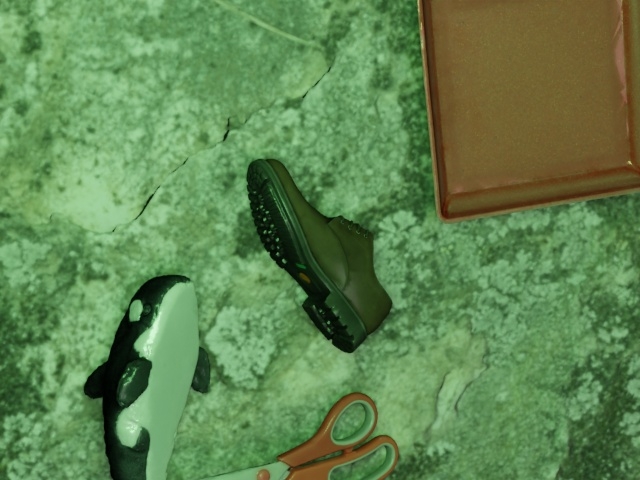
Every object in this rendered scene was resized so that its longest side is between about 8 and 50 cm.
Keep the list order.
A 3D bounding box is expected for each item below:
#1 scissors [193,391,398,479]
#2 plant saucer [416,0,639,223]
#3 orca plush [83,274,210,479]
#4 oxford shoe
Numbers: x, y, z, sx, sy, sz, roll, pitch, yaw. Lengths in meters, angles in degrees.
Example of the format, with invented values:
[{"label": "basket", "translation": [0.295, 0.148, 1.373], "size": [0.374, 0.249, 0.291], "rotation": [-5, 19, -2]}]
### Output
[{"label": "scissors", "translation": [-0.044, 0.257, 1.712], "size": [0.297, 0.021, 0.109], "rotation": [-23, 107, -27]}, {"label": "plant saucer", "translation": [0.230, -0.165, 1.702], "size": [0.259, 0.048, 0.259], "rotation": [-9, 106, -10]}, {"label": "orca plush", "translation": [-0.195, 0.169, 1.683], "size": [0.151, 0.102, 0.287], "rotation": [-34, 130, -51]}, {"label": "oxford shoe", "translation": [0.000, 0.000, 1.682], "size": [0.096, 0.082, 0.227], "rotation": [-39, 111, -22]}]
